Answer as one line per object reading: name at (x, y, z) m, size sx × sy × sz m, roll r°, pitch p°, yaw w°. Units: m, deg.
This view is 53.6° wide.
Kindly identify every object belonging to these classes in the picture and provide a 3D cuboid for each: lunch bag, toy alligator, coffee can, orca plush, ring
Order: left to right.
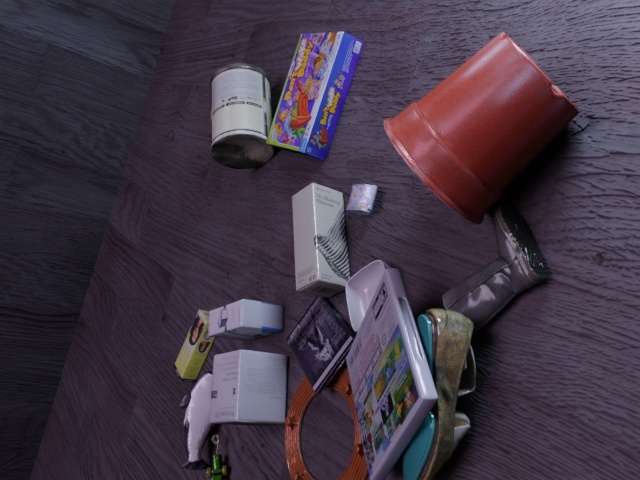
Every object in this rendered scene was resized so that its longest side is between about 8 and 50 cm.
orca plush at (-0.346, 0.549, 1.944) m, size 0.151 × 0.102 × 0.287 m, roll -6°, pitch 79°, yaw 6°
toy alligator at (-0.296, 0.662, 1.834) m, size 0.051 × 0.056 × 0.189 m, roll 84°, pitch 180°, yaw -62°
coffee can at (-0.255, -0.400, 2.047) m, size 0.201 × 0.201 × 0.275 m, roll -32°, pitch 53°, yaw 44°
ring at (0.006, 0.463, 1.509) m, size 0.336 × 0.032 × 0.336 m, roll -26°, pitch 56°, yaw 47°
lunch bag at (0.109, -0.100, 1.565) m, size 0.083 × 0.053 × 0.071 m, roll 1°, pitch 76°, yaw 64°

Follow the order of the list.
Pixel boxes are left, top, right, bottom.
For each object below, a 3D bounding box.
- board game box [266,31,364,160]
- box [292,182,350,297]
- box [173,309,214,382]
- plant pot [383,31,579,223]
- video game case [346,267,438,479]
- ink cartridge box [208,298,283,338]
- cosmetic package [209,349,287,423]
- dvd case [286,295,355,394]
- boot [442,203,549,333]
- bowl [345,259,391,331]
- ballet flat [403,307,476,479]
board game box at (-0.023, -0.423, 1.844) m, size 0.233 × 0.078 × 0.347 m, roll 24°, pitch 97°, yaw 55°
box at (0.000, 0.000, 1.626) m, size 0.094 × 0.113 × 0.275 m, roll -30°, pitch 55°, yaw 44°
box at (-0.410, 0.350, 2.100) m, size 0.087 × 0.058 × 0.232 m, roll 42°, pitch 112°, yaw 52°
plant pot at (0.306, -0.218, 1.176) m, size 0.265 × 0.272 × 0.272 m, roll -44°, pitch 45°, yaw 23°
video game case at (0.130, 0.273, 1.279) m, size 0.329 × 0.036 × 0.300 m, roll 108°, pitch 159°, yaw -43°
ink cartridge box at (-0.214, 0.229, 1.805) m, size 0.191 × 0.140 × 0.082 m, roll -25°, pitch 60°, yaw 48°
cosmetic package at (-0.192, 0.398, 1.700) m, size 0.151 × 0.151 × 0.183 m, roll -23°, pitch 60°, yaw 49°
dvd case at (-0.001, 0.251, 1.582) m, size 0.164 × 0.018 × 0.221 m, roll -55°, pitch 34°, yaw 12°
boot at (0.317, 0.059, 1.215) m, size 0.208 × 0.076 × 0.189 m, roll -48°, pitch 40°, yaw 42°
bowl at (0.126, 0.129, 1.453) m, size 0.142 × 0.053 × 0.142 m, roll -40°, pitch 48°, yaw 40°
ballet flat at (0.230, 0.300, 1.185) m, size 0.123 × 0.123 × 0.348 m, roll 12°, pitch 99°, yaw 55°
